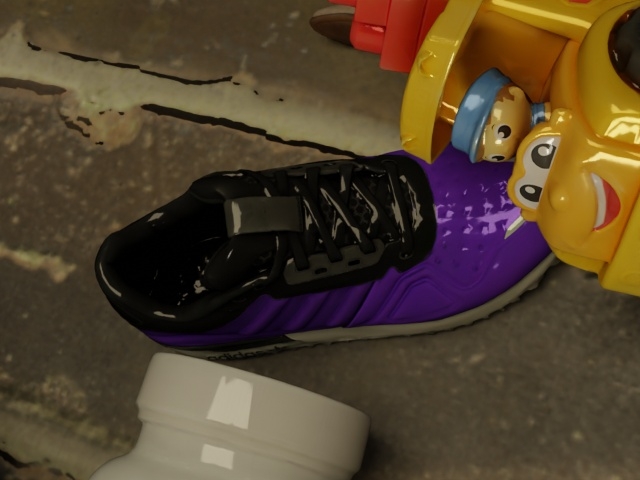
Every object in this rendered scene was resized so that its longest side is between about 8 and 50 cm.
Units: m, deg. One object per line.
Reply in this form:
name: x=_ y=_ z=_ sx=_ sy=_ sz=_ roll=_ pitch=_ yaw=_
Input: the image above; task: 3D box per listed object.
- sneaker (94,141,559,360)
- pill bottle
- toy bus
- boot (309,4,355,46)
sneaker: x=0.000 y=0.001 z=0.858 sx=0.293 sy=0.146 sz=0.102 roll=-17 pitch=68 yaw=19
pill bottle: x=-0.071 y=0.213 z=0.817 sx=0.162 sy=0.162 sz=0.279 roll=12 pitch=78 yaw=26
toy bus: x=0.103 y=-0.098 z=0.777 sx=0.211 sy=0.149 sz=0.220 roll=10 pitch=50 yaw=-2
boot: x=0.059 y=-0.164 z=0.948 sx=0.118 sy=0.042 sz=0.087 roll=13 pitch=74 yaw=26
